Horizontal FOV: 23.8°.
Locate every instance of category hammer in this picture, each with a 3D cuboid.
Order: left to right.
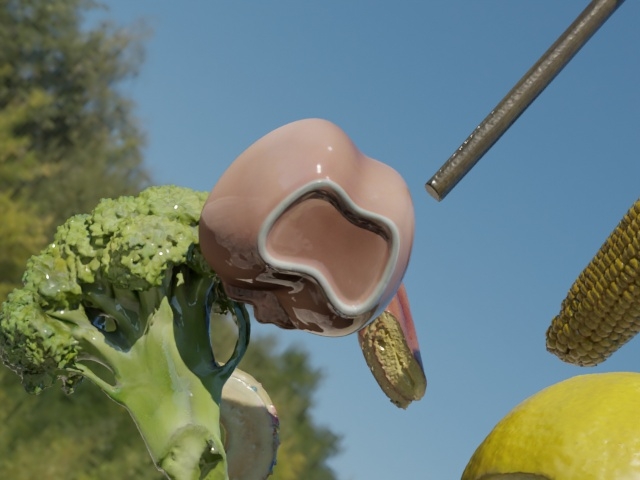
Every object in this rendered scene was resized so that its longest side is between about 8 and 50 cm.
[{"bbox_3d":[0.237,-0.180,1.570,0.043,0.365,0.111,39,-9,21],"label":"hammer"}]

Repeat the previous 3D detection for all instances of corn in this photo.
[{"bbox_3d":[0.395,0.042,1.894,0.119,0.322,0.119,22,33,-15],"label":"corn"}]

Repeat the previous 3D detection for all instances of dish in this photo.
[{"bbox_3d":[0.000,0.000,1.412,0.213,0.213,0.090,45,-3,-19],"label":"dish"}]

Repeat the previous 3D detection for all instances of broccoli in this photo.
[{"bbox_3d":[-0.184,0.071,1.473,0.254,0.302,0.186,11,-45,-3],"label":"broccoli"}]

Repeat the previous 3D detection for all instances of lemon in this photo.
[{"bbox_3d":[0.232,0.211,1.140,0.240,0.219,0.241,24,-53,37],"label":"lemon"}]

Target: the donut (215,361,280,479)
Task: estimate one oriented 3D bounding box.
[{"bbox_3d":[-0.098,0.216,1.665,0.108,0.166,0.065,0,-6,-4],"label":"donut"}]

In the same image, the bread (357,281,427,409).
[{"bbox_3d":[0.079,0.104,1.923,0.119,0.067,0.192,56,18,-48],"label":"bread"}]
